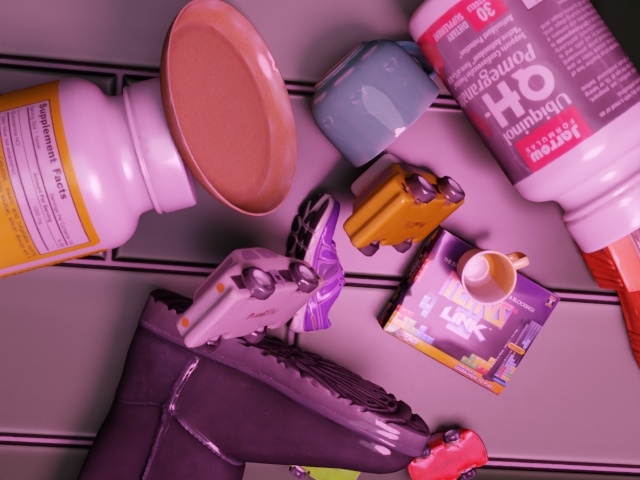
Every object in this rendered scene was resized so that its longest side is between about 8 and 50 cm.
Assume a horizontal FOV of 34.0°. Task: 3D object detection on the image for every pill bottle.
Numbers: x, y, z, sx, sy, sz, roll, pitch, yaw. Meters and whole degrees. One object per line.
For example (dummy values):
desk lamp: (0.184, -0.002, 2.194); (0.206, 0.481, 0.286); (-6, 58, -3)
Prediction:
pill bottle: (0.249, -0.153, 1.120); (0.176, 0.176, 0.319); (-34, 88, 1)
pill bottle: (-0.310, -0.064, 1.105); (0.333, 0.188, 0.188); (-15, 102, -4)

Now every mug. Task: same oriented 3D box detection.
mug: (0.056, -0.165, 1.165); (0.129, 0.158, 0.097); (-39, 100, 27)
mug: (0.191, 0.038, 1.190); (0.078, 0.064, 0.062); (11, 98, -8)

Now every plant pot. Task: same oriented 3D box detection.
plant pot: (-0.099, -0.139, 1.110); (0.032, 0.236, 0.236); (-13, 103, 28)

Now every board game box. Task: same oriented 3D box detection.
board game box: (0.177, 0.083, 1.254); (0.170, 0.048, 0.141); (29, 97, -10)

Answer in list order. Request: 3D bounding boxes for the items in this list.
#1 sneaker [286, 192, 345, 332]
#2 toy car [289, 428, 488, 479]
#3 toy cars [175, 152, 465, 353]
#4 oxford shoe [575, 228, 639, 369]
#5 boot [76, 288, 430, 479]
sneaker: (0.000, 0.026, 1.227); (0.071, 0.068, 0.170); (4, 109, -22)
toy car: (0.056, 0.290, 1.277); (0.225, 0.053, 0.239); (31, 95, -10)
toy cars: (0.000, 0.000, 1.115); (0.393, 0.176, 0.087); (-30, 72, -26)
oxford shoe: (0.436, 0.089, 1.244); (0.132, 0.130, 0.364); (-30, 102, -6)
boot: (-0.119, 0.329, 1.182); (0.367, 0.146, 0.445); (24, 95, 20)
